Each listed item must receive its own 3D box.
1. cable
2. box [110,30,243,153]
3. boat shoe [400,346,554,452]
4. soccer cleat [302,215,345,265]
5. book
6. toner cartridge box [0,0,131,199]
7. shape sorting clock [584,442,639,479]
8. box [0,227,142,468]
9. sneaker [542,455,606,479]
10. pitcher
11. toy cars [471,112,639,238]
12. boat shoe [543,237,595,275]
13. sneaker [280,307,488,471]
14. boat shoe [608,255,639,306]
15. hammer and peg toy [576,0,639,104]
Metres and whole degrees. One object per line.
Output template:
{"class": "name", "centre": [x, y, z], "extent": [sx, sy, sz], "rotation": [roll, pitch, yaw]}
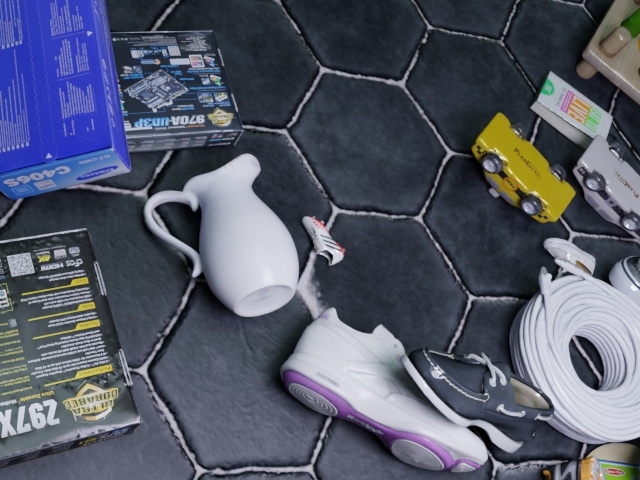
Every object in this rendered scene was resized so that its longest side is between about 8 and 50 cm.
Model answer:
{"class": "cable", "centre": [0.408, 0.181, 1.386], "extent": [0.257, 0.089, 0.257], "rotation": [26, 59, -12]}
{"class": "box", "centre": [-0.237, -0.214, 1.304], "extent": [0.220, 0.051, 0.175], "rotation": [-9, 70, -28]}
{"class": "boat shoe", "centre": [0.213, 0.193, 1.205], "extent": [0.302, 0.091, 0.114], "rotation": [33, 20, -50]}
{"class": "soccer cleat", "centre": [0.000, 0.000, 1.323], "extent": [0.083, 0.029, 0.035], "rotation": [49, 52, -2]}
{"class": "book", "centre": [0.454, -0.232, 1.645], "extent": [0.144, 0.035, 0.096], "rotation": [34, 53, -4]}
{"class": "toner cartridge box", "centre": [-0.362, -0.238, 1.206], "extent": [0.165, 0.075, 0.348], "rotation": [-13, 69, 3]}
{"class": "shape sorting clock", "centre": [0.462, 0.396, 1.332], "extent": [0.206, 0.040, 0.206], "rotation": [11, 58, -17]}
{"class": "box", "centre": [-0.396, 0.135, 1.047], "extent": [0.322, 0.079, 0.257], "rotation": [-11, 73, -29]}
{"class": "sneaker", "centre": [0.337, 0.394, 1.241], "extent": [0.084, 0.083, 0.215], "rotation": [59, 37, -32]}
{"class": "pitcher", "centre": [-0.132, 0.002, 1.219], "extent": [0.178, 0.125, 0.207], "rotation": [-18, 63, -9]}
{"class": "toy cars", "centre": [0.409, -0.095, 1.527], "extent": [0.394, 0.087, 0.176], "rotation": [8, 68, -25]}
{"class": "boat shoe", "centre": [0.407, 0.030, 1.492], "extent": [0.100, 0.035, 0.035], "rotation": [27, 55, -18]}
{"class": "sneaker", "centre": [0.104, 0.199, 1.220], "extent": [0.305, 0.114, 0.152], "rotation": [32, 58, -8]}
{"class": "boat shoe", "centre": [0.631, 0.065, 1.513], "extent": [0.335, 0.119, 0.121], "rotation": [9, 44, -26]}
{"class": "hammer and peg toy", "centre": [0.667, -0.380, 1.754], "extent": [0.266, 0.127, 0.361], "rotation": [39, 56, -3]}
